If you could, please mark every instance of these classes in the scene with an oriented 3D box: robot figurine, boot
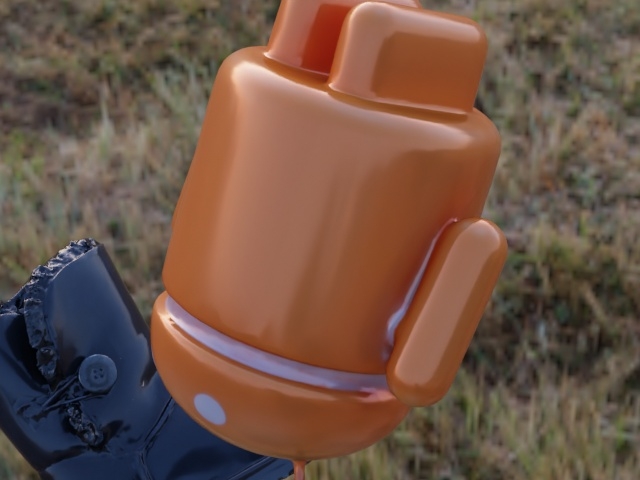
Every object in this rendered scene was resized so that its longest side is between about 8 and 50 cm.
[{"bbox_3d":[0.001,0.001,0.743,0.158,0.219,0.128,19,15,9],"label":"robot figurine"},{"bbox_3d":[-0.103,0.084,1.156,0.246,0.094,0.207,-30,90,-16],"label":"boot"}]
